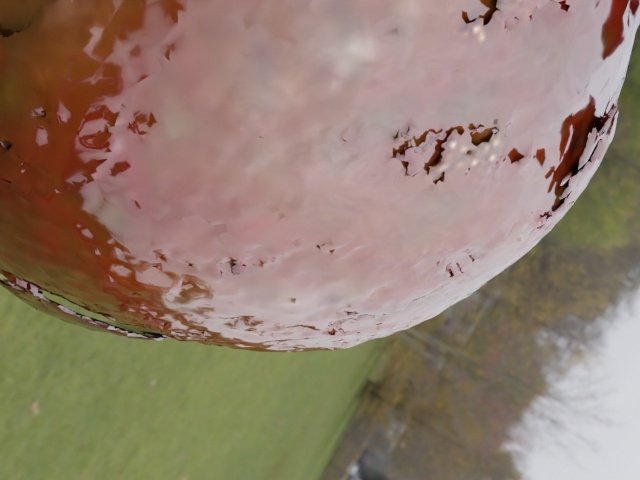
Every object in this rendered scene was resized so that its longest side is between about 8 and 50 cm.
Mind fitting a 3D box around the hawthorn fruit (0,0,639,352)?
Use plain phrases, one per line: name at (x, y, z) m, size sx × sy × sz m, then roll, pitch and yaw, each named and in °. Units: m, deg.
hawthorn fruit at (-0.021, -0.109, 0.496) m, size 0.316 × 0.316 × 0.316 m, roll -58°, pitch 173°, yaw -11°
